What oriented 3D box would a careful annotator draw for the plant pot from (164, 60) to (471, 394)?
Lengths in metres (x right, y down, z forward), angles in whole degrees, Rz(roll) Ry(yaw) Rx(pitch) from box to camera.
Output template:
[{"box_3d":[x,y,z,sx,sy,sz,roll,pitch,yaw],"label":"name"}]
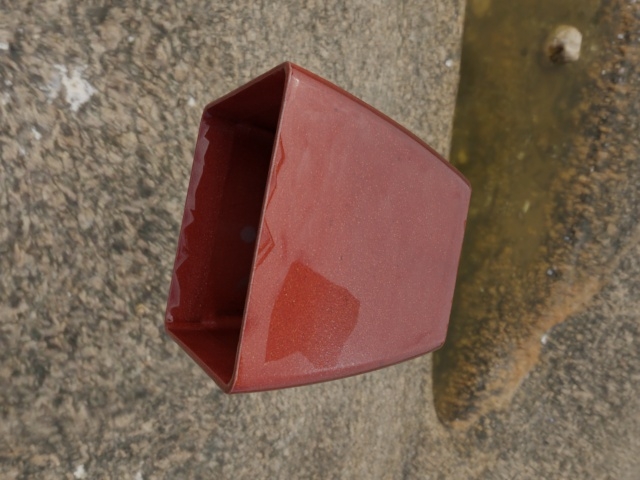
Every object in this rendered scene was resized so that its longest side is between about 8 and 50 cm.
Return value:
[{"box_3d":[0.000,0.000,0.617,0.236,0.267,0.267,10,89,-26],"label":"plant pot"}]
